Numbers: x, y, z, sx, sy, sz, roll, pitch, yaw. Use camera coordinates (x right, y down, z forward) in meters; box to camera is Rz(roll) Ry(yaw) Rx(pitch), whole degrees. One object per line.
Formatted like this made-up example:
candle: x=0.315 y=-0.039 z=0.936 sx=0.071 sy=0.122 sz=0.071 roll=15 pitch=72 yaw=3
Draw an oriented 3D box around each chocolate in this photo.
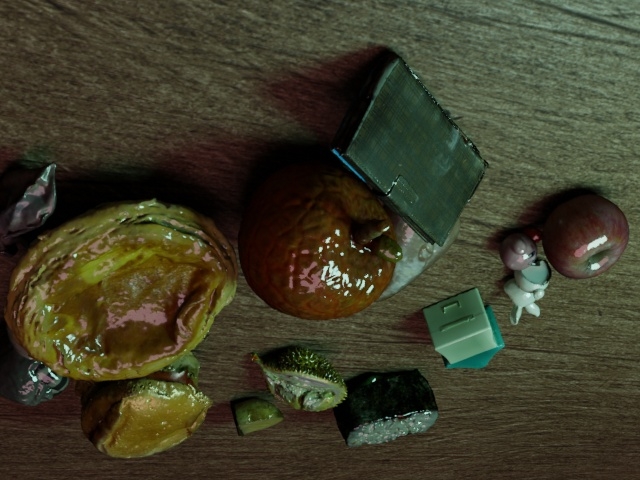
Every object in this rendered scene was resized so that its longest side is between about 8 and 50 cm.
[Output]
chocolate: x=0.129 y=0.030 z=1.557 sx=0.161 sy=0.083 sz=0.261 roll=16 pitch=135 yaw=-32

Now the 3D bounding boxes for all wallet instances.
wallet: x=0.137 y=-0.123 z=1.327 sx=0.317 sy=0.044 sz=0.169 roll=37 pitch=80 yaw=-49

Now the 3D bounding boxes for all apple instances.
apple: x=0.459 y=-0.009 z=1.579 sx=0.153 sy=0.120 sz=0.153 roll=-15 pitch=141 yaw=-12

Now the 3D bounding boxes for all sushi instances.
sushi: x=0.138 y=0.360 z=1.960 sx=0.225 sy=0.127 sz=0.124 roll=-10 pitch=144 yaw=-17

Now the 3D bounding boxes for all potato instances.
potato: x=-0.135 y=0.369 z=1.937 sx=0.103 sy=0.066 sz=0.096 roll=-12 pitch=158 yaw=-11

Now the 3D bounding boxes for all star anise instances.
star anise: x=-0.488 y=-0.019 z=1.277 sx=0.258 sy=0.110 sz=0.198 roll=-12 pitch=144 yaw=-13

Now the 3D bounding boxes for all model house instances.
model house: x=0.288 y=0.184 z=1.798 sx=0.127 sy=0.100 sz=0.149 roll=-23 pitch=140 yaw=13

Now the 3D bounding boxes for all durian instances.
durian: x=-0.050 y=0.271 z=1.820 sx=0.208 sy=0.102 sz=0.146 roll=24 pitch=131 yaw=-10

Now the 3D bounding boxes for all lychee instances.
lychee: x=0.000 y=0.000 z=1.348 sx=0.300 sy=0.255 sz=0.255 roll=-20 pitch=146 yaw=35

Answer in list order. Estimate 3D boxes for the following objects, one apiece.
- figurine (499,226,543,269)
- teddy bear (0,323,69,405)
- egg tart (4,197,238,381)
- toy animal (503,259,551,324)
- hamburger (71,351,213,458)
figurine: x=0.356 y=0.020 z=1.629 sx=0.067 sy=0.071 sz=0.083 roll=22 pitch=140 yaw=22
teddy bear: x=-0.450 y=0.171 z=1.499 sx=0.144 sy=0.171 sz=0.251 roll=-5 pitch=142 yaw=-46
egg tart: x=-0.301 y=0.061 z=1.376 sx=0.352 sy=0.150 sz=0.352 roll=-13 pitch=130 yaw=-15
toy animal: x=0.396 y=0.093 z=1.737 sx=0.071 sy=0.085 sz=0.124 roll=-18 pitch=153 yaw=-24
hamburger: x=-0.334 y=0.286 z=1.689 sx=0.244 sy=0.163 sz=0.244 roll=-15 pitch=142 yaw=-12
